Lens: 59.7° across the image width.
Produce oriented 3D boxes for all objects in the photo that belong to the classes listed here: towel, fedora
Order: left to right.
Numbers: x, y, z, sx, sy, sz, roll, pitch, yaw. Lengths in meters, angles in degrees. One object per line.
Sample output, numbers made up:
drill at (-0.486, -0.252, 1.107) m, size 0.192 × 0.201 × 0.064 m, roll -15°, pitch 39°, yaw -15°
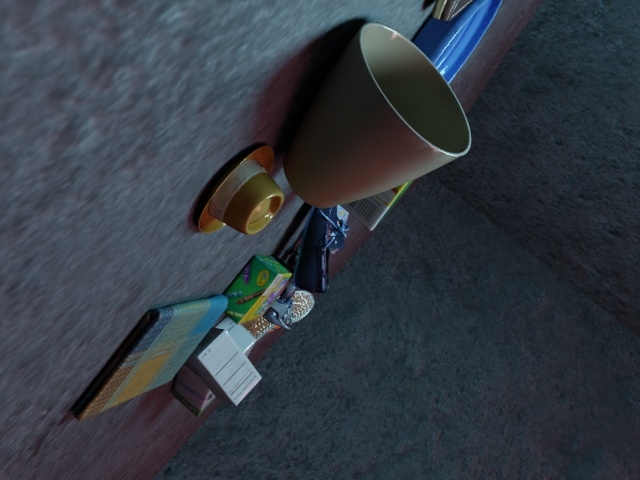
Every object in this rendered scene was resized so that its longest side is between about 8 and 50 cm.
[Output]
towel at (-0.341, 0.231, 1.192) m, size 0.271 × 0.040 × 0.370 m, roll -52°, pitch 170°, yaw 5°
fedora at (-0.116, -0.065, 0.920) m, size 0.194 × 0.079 × 0.194 m, roll -49°, pitch 173°, yaw -9°

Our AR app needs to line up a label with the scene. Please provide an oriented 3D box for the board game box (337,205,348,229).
board game box at (0.044, -0.063, 1.725) m, size 0.160 × 0.039 × 0.212 m, roll -34°, pitch 141°, yaw -63°

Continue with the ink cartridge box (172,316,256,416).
ink cartridge box at (-0.321, 0.378, 1.669) m, size 0.201 × 0.117 × 0.278 m, roll -44°, pitch 169°, yaw -38°

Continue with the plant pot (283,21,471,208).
plant pot at (0.066, -0.177, 0.956) m, size 0.274 × 0.256 × 0.256 m, roll -36°, pitch -178°, yaw 36°

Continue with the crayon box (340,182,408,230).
crayon box at (0.130, -0.204, 1.194) m, size 0.318 × 0.202 × 0.081 m, roll -54°, pitch 172°, yaw 31°

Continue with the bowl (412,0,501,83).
bowl at (0.298, -0.465, 1.390) m, size 0.391 × 0.077 × 0.391 m, roll -49°, pitch 172°, yaw -10°

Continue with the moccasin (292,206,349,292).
moccasin at (0.017, -0.007, 1.543) m, size 0.138 × 0.116 × 0.342 m, roll -57°, pitch 164°, yaw -55°

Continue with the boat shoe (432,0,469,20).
boat shoe at (0.365, -0.564, 1.130) m, size 0.342 × 0.123 × 0.123 m, roll -49°, pitch 172°, yaw -11°

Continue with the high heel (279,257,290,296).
high heel at (-0.090, 0.153, 1.917) m, size 0.082 × 0.117 × 0.244 m, roll -41°, pitch 168°, yaw -50°

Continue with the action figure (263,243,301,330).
action figure at (-0.083, 0.129, 1.727) m, size 0.185 × 0.099 × 0.285 m, roll 98°, pitch 14°, yaw -79°

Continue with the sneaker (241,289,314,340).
sneaker at (-0.168, 0.256, 1.917) m, size 0.302 × 0.108 × 0.121 m, roll -25°, pitch -177°, yaw -18°

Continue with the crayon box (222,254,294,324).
crayon box at (-0.166, 0.129, 1.517) m, size 0.165 × 0.081 × 0.278 m, roll -51°, pitch 173°, yaw 2°

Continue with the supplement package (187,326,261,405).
supplement package at (-0.260, 0.326, 1.460) m, size 0.105 × 0.179 × 0.105 m, roll -2°, pitch -144°, yaw 50°
